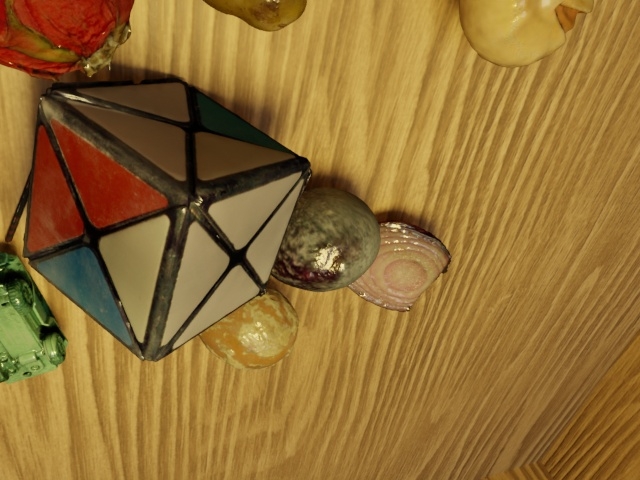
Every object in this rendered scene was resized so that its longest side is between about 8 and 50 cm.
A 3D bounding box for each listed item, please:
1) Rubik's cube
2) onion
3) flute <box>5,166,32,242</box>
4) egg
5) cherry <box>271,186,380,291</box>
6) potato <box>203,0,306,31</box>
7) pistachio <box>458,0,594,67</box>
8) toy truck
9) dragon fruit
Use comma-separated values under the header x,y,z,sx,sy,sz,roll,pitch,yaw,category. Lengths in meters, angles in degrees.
x,y,z,sx,sy,sz,roll,pitch,yaw,category
-0.238,-0.055,0.849,0.310,0.305,0.307,-29,147,-55,Rubik's cube
0.172,0.037,1.329,0.247,0.111,0.250,26,126,-14,onion
-0.507,-0.103,0.935,0.014,0.014,0.269,17,118,-35,flute
-0.166,0.187,1.212,0.245,0.203,0.203,18,120,-9,egg
0.000,0.000,1.114,0.255,0.296,0.218,-6,101,-16,cherry
-0.155,-0.448,0.721,0.369,0.195,0.176,32,85,-31,potato
0.336,-0.415,0.909,0.230,0.309,0.230,3,106,12,pistachio
-0.591,0.149,1.004,0.155,0.156,0.279,-17,132,-13,toy truck
-0.366,-0.346,0.614,0.277,0.277,0.342,-41,111,10,dragon fruit
